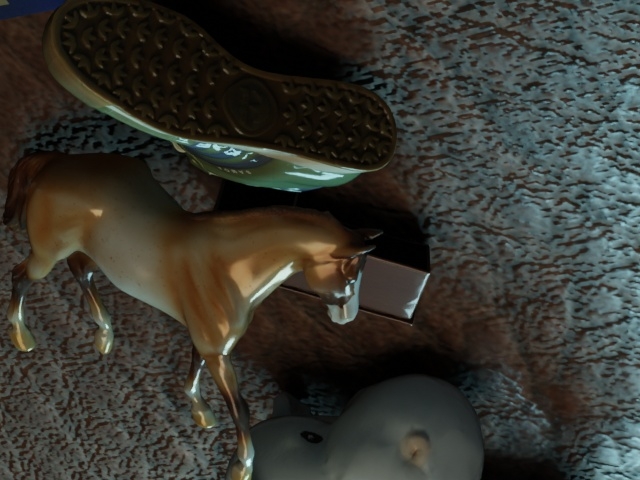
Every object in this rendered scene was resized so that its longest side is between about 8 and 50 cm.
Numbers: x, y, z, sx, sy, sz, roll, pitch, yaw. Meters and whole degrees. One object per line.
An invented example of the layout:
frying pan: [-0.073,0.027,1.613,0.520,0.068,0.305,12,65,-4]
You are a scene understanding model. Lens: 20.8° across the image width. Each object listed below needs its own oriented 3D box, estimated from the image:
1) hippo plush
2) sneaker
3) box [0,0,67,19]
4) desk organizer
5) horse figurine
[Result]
hippo plush: [0.045,0.199,1.167,0.294,0.234,0.237,-25,99,22]
sneaker: [-0.063,-0.065,0.905,0.192,0.064,0.086,17,160,-23]
box: [-0.136,-0.171,0.834,0.225,0.036,0.136,-6,139,27]
desk organizer: [0.000,0.000,1.004,0.130,0.047,0.050,16,141,-2]
horse figurine: [-0.097,0.018,0.973,0.263,0.066,0.174,30,130,27]
